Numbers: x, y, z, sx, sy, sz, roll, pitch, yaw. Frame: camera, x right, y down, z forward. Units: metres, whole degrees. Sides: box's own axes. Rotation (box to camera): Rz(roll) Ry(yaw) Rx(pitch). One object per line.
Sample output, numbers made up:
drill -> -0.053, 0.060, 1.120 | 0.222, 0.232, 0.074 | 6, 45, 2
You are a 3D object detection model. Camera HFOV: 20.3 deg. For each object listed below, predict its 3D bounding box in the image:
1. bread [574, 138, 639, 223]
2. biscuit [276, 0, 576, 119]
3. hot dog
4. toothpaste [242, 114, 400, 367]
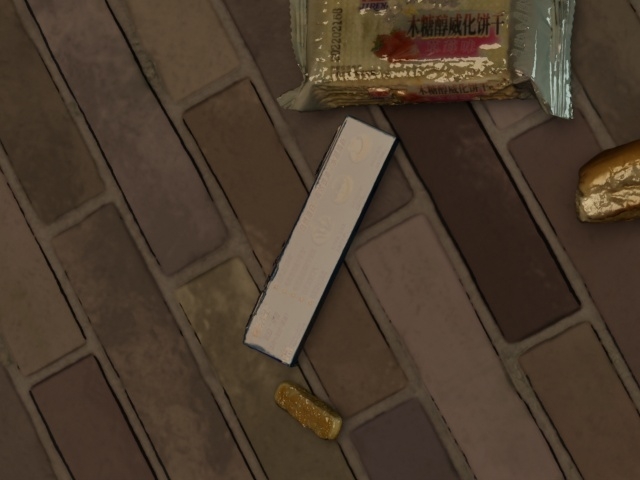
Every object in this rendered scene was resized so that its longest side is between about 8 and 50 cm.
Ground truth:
bread -> 0.319, -0.062, 1.836 | 0.125, 0.106, 0.082 | -13, 85, 8
biscuit -> 0.115, -0.218, 1.892 | 0.309, 0.079, 0.186 | 0, 73, 13
hot dog -> -0.009, 0.184, 1.926 | 0.090, 0.034, 0.030 | 34, 105, 30
toothpaste -> 0.000, 0.000, 1.926 | 0.066, 0.053, 0.272 | 25, 91, 8
